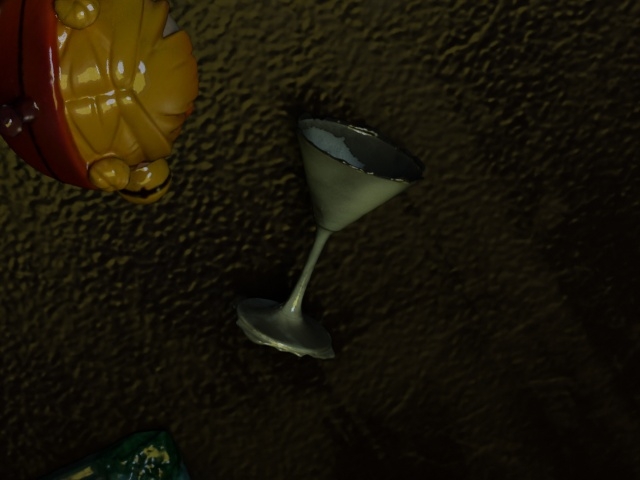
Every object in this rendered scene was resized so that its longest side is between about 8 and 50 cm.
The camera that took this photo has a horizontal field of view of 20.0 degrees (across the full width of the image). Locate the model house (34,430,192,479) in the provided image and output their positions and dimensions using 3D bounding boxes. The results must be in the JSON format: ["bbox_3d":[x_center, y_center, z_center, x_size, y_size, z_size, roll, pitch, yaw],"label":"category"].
[{"bbox_3d":[-0.228,0.389,1.953,0.280,0.249,0.230,-27,111,1],"label":"model house"}]

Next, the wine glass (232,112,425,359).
[{"bbox_3d":[0.000,0.000,1.908,0.156,0.156,0.232,18,109,-15],"label":"wine glass"}]

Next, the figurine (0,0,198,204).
[{"bbox_3d":[-0.220,-0.170,1.707,0.196,0.323,0.320,-13,111,-5],"label":"figurine"}]
